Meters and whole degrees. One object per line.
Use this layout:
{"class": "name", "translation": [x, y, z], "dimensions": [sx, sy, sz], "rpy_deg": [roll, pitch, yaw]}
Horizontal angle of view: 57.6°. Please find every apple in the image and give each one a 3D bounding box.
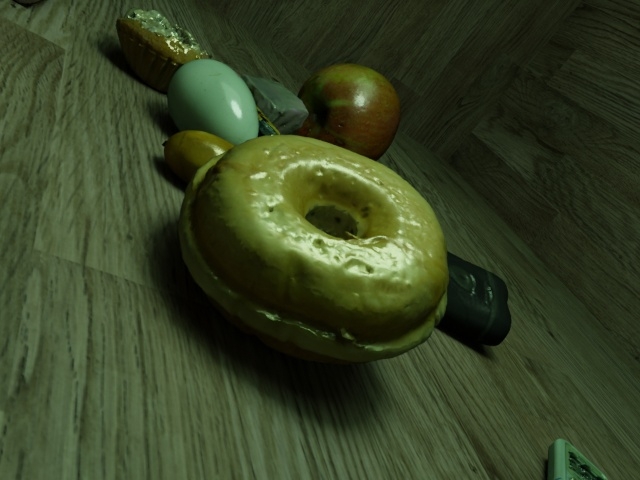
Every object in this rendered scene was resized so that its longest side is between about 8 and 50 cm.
{"class": "apple", "translation": [0.086, -0.383, 1.836], "dimensions": [0.340, 0.339, 0.339], "rpy_deg": [33, 21, -14]}

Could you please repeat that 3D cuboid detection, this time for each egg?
{"class": "egg", "translation": [-0.235, -0.288, 1.292], "dimensions": [0.183, 0.183, 0.264], "rpy_deg": [6, 45, -56]}

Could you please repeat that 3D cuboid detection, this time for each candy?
{"class": "candy", "translation": [-0.161, -0.379, 1.670], "dimensions": [0.185, 0.137, 0.195], "rpy_deg": [47, 28, 21]}

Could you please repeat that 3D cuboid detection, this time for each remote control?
{"class": "remote control", "translation": [0.439, 0.460, 0.990], "dimensions": [0.128, 0.065, 0.335], "rpy_deg": [41, 20, 13]}

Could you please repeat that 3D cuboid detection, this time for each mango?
{"class": "mango", "translation": [-0.199, -0.144, 1.154], "dimensions": [0.228, 0.109, 0.147], "rpy_deg": [21, 2, -39]}

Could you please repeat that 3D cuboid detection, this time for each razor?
{"class": "razor", "translation": [0.310, 0.110, 1.404], "dimensions": [0.349, 0.113, 0.204], "rpy_deg": [30, 47, -18]}

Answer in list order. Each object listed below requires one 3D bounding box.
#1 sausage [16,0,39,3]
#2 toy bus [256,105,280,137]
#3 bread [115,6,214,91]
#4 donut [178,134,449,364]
{"class": "sausage", "translation": [-0.684, -0.651, 1.401], "dimensions": [0.123, 0.123, 0.252], "rpy_deg": [29, 22, -24]}
{"class": "toy bus", "translation": [-0.204, -0.302, 1.472], "dimensions": [0.123, 0.121, 0.335], "rpy_deg": [27, 21, -51]}
{"class": "bread", "translation": [-0.395, -0.475, 1.476], "dimensions": [0.274, 0.149, 0.274], "rpy_deg": [28, 20, -11]}
{"class": "donut", "translation": [0.000, 0.000, 0.914], "dimensions": [0.450, 0.198, 0.448], "rpy_deg": [14, 44, -14]}
